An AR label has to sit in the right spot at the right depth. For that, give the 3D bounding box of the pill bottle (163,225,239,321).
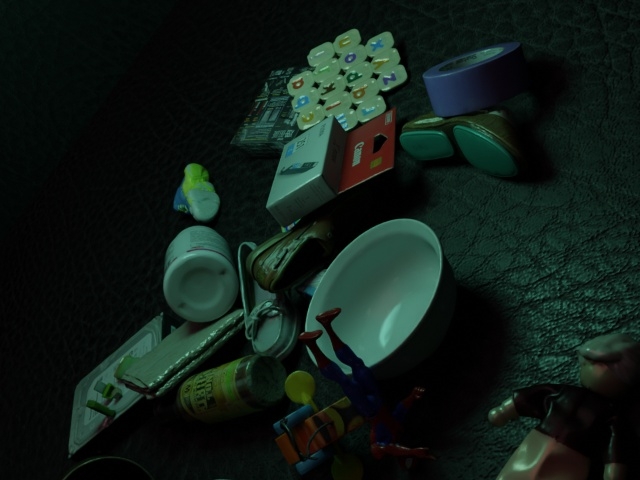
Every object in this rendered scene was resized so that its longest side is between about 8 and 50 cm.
[{"bbox_3d":[-0.271,0.064,2.012,0.160,0.160,0.283,-49,17,6],"label":"pill bottle"}]

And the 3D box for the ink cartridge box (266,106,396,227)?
[{"bbox_3d":[0.028,-0.176,1.835,0.261,0.066,0.296,-29,24,21],"label":"ink cartridge box"}]

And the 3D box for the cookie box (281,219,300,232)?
[{"bbox_3d":[-0.034,-0.042,1.962,0.107,0.040,0.092,-41,34,19],"label":"cookie box"}]

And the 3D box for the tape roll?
[{"bbox_3d":[0.292,-0.302,1.670,0.189,0.080,0.189,-19,16,6],"label":"tape roll"}]

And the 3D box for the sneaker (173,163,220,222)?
[{"bbox_3d":[-0.333,-0.096,2.382,0.126,0.091,0.240,-58,27,29],"label":"sneaker"}]

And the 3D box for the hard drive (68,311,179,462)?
[{"bbox_3d":[-0.468,0.351,2.124,0.339,0.064,0.237,-40,34,22],"label":"hard drive"}]

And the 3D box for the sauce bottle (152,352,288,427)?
[{"bbox_3d":[-0.213,0.313,1.786,0.344,0.111,0.111,-26,41,40],"label":"sauce bottle"}]

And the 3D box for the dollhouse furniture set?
[{"bbox_3d":[-0.475,0.322,2.045,0.076,0.058,0.151,-5,55,50],"label":"dollhouse furniture set"}]

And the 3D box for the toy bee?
[{"bbox_3d":[0.019,0.309,1.443,0.162,0.195,0.298,-27,10,-13],"label":"toy bee"}]

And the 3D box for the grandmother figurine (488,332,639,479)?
[{"bbox_3d":[0.315,0.267,1.171,0.208,0.104,0.342,31,81,31],"label":"grandmother figurine"}]

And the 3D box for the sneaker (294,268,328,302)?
[{"bbox_3d":[0.022,0.092,1.738,0.083,0.071,0.191,-53,32,-10],"label":"sneaker"}]

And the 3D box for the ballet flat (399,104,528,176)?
[{"bbox_3d":[0.286,-0.198,1.660,0.124,0.116,0.342,-41,24,-17],"label":"ballet flat"}]

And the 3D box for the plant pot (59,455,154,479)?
[{"bbox_3d":[-0.457,0.531,1.830,0.215,0.215,0.230,-62,18,-13],"label":"plant pot"}]

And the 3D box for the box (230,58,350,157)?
[{"bbox_3d":[-0.072,-0.326,2.252,0.307,0.076,0.242,6,64,54],"label":"box"}]

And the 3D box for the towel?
[{"bbox_3d":[-0.289,0.234,1.925,0.282,0.049,0.187,-39,20,-24],"label":"towel"}]

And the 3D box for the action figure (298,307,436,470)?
[{"bbox_3d":[0.096,0.231,1.331,0.139,0.280,0.091,-15,21,42],"label":"action figure"}]

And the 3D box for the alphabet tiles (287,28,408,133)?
[{"bbox_3d":[0.061,-0.368,2.080,0.278,0.021,0.284,-25,55,13],"label":"alphabet tiles"}]

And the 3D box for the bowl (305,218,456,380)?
[{"bbox_3d":[0.124,0.122,1.512,0.298,0.134,0.298,-33,36,29],"label":"bowl"}]

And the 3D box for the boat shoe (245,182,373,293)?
[{"bbox_3d":[0.000,0.000,1.792,0.307,0.110,0.104,-41,39,-9],"label":"boat shoe"}]

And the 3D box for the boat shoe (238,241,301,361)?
[{"bbox_3d":[-0.118,0.128,1.847,0.118,0.103,0.320,-38,35,23],"label":"boat shoe"}]
